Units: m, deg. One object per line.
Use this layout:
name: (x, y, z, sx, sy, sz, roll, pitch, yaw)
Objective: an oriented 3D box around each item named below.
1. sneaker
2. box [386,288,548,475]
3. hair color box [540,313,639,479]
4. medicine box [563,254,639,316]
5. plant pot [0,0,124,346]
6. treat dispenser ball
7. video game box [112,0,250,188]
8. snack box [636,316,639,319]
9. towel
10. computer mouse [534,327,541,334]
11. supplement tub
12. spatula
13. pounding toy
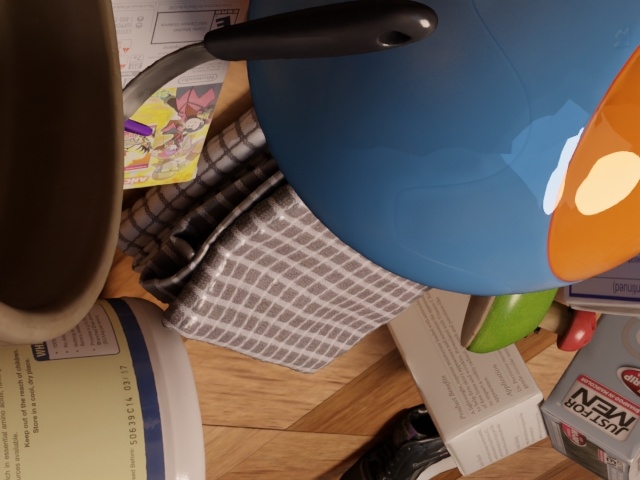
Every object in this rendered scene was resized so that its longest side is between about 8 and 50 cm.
sneaker: (0.123, 0.304, 1.537, 0.283, 0.107, 0.124, -33, 136, 6)
box: (0.169, 0.152, 1.206, 0.119, 0.181, 0.182, -26, 152, 2)
hair color box: (0.402, 0.090, 1.192, 0.374, 0.113, 0.185, -55, 153, -12)
medicine box: (0.332, -0.083, 0.773, 0.263, 0.289, 0.149, 5, 178, -28)
plant pot: (-0.249, -0.101, 0.365, 0.280, 0.323, 0.323, -11, 152, 5)
treat dispenser ball: (0.101, -0.112, 0.603, 0.288, 0.288, 0.288, -20, 151, -11)
video game box: (-0.161, -0.099, 0.664, 0.205, 0.048, 0.187, -9, 145, -28)
snack box: (0.437, -0.051, 0.998, 0.322, 0.060, 0.187, -26, 136, -25)
towel: (0.000, 0.000, 0.883, 0.235, 0.121, 0.283, -36, 150, 17)
computer mouse: (0.206, 0.132, 1.354, 0.193, 0.042, 0.106, -28, 157, -8)
supplement tub: (-0.274, 0.169, 0.803, 0.325, 0.235, 0.235, -2, 144, -25)
spatula: (-0.069, -0.086, 0.527, 0.296, 0.030, 0.084, -8, 164, 38)
pounding toy: (0.217, 0.011, 0.957, 0.110, 0.237, 0.183, 21, 141, 3)
